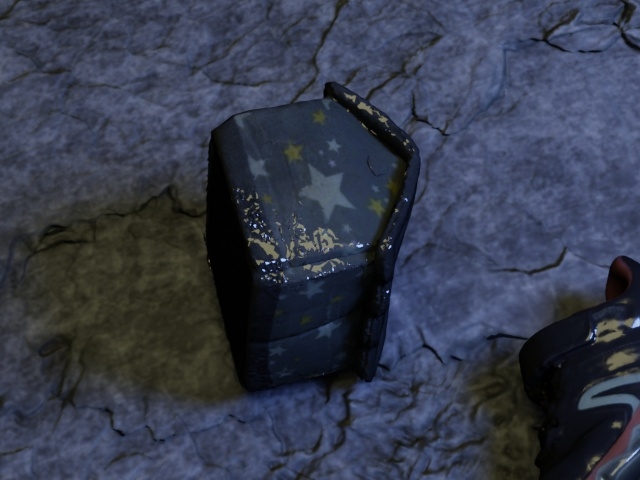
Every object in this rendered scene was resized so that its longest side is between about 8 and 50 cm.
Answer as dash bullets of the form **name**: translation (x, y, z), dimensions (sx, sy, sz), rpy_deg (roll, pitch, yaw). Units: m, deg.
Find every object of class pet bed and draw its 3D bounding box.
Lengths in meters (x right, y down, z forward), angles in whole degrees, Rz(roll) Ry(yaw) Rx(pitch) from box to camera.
- **pet bed**: translation (0.000, 0.000, 1.512), dimensions (0.159, 0.211, 0.183), rpy_deg (-10, 56, -11)

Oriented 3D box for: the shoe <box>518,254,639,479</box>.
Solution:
- **shoe**: translation (0.212, 0.120, 1.466), dimensions (0.137, 0.114, 0.291), rpy_deg (30, 64, 17)
